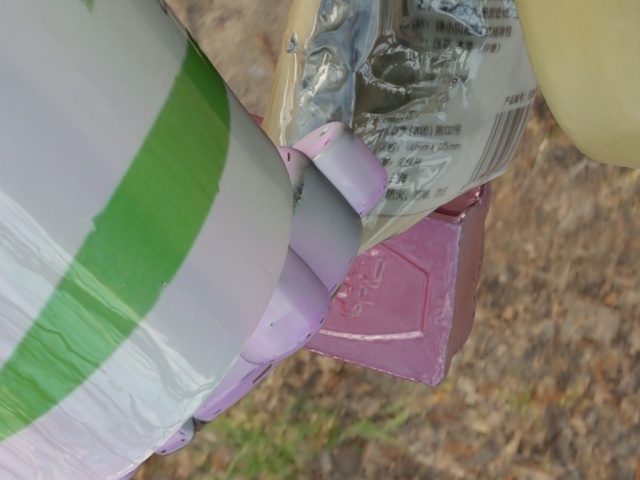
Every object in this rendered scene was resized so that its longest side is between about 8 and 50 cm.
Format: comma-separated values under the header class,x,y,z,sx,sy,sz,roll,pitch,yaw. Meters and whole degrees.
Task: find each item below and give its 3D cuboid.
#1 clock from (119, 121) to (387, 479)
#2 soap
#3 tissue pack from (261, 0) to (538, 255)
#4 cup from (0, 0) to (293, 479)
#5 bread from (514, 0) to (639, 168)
class,x,y,z,sx,sy,sz,roll,pitch,yaw
clock,-0.077,0.039,1.087,0.248,0.227,0.090,-31,110,34
soap,0.000,0.000,1.999,0.359,0.128,0.233,15,124,17
tissue pack,0.084,-0.173,1.621,0.195,0.375,0.390,25,112,19
cup,-0.161,-0.052,0.590,0.253,0.253,0.274,-22,131,27
bread,0.295,-0.242,1.226,0.348,0.253,0.376,-16,109,-6
